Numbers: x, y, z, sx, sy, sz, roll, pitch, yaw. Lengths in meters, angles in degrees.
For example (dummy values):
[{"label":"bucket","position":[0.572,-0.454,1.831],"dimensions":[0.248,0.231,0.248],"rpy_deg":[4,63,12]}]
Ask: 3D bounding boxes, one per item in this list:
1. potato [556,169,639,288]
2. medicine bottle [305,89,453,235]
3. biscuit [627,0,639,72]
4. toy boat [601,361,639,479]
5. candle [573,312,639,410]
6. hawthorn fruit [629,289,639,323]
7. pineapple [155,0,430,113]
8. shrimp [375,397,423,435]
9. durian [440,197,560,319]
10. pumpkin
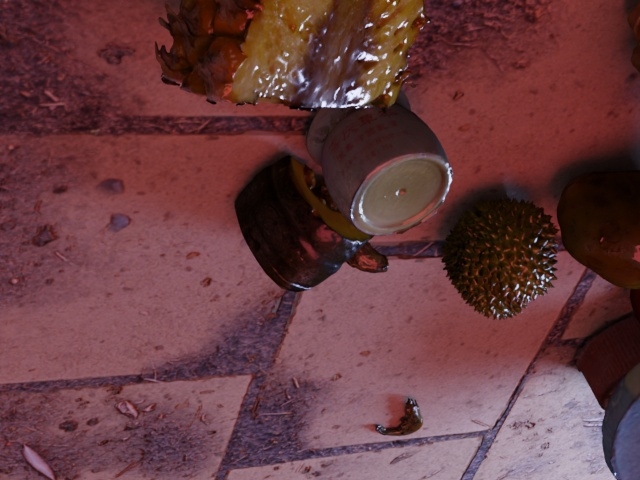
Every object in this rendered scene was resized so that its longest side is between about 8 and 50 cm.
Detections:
[{"label":"potato","position":[0.513,-0.021,1.890],"dimensions":[0.369,0.176,0.195],"rpy_deg":[-3,167,0]},{"label":"medicine bottle","position":[0.070,-0.100,1.661],"dimensions":[0.147,0.143,0.147],"rpy_deg":[-17,141,-14]},{"label":"biscuit","position":[0.498,-0.260,1.753],"dimensions":[0.288,0.044,0.202],"rpy_deg":[20,120,-38]},{"label":"toy boat","position":[0.563,0.288,2.208],"dimensions":[0.215,0.123,0.330],"rpy_deg":[-2,136,3]},{"label":"candle","position":[0.606,0.209,2.297],"dimensions":[0.317,0.131,0.287],"rpy_deg":[-26,144,7]},{"label":"hawthorn fruit","position":[0.570,0.083,2.081],"dimensions":[0.215,0.215,0.250],"rpy_deg":[12,135,-35]},{"label":"pineapple","position":[-0.034,-0.292,1.405],"dimensions":[0.344,0.209,0.286],"rpy_deg":[-7,118,-55]},{"label":"shrimp","position":[0.130,0.298,2.259],"dimensions":[0.083,0.023,0.114],"rpy_deg":[-14,145,-5]},{"label":"durian","position":[0.250,0.032,1.900],"dimensions":[0.159,0.146,0.198],"rpy_deg":[-7,136,-15]},{"label":"pumpkin","position":[0.004,0.004,1.767],"dimensions":[0.131,0.126,0.248],"rpy_deg":[-41,139,25]}]
